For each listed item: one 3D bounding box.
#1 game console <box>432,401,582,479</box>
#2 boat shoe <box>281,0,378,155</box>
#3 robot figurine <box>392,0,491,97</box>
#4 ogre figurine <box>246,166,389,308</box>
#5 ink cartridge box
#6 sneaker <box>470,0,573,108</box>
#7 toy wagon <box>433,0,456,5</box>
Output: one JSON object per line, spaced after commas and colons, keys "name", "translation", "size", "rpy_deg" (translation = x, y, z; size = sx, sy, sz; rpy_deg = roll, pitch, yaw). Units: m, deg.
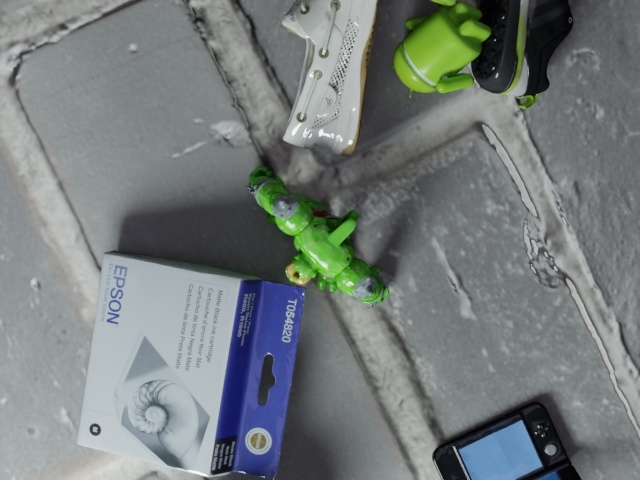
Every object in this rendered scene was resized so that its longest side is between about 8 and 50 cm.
{"name": "game console", "translation": [0.216, 0.269, 1.482], "size": [0.144, 0.085, 0.124], "rpy_deg": [-25, 98, -1]}
{"name": "boat shoe", "translation": [0.007, -0.231, 1.406], "size": [0.096, 0.098, 0.277], "rpy_deg": [6, 97, -5]}
{"name": "robot figurine", "translation": [0.126, -0.206, 1.422], "size": [0.115, 0.067, 0.101], "rpy_deg": [-40, 61, 28]}
{"name": "ogre figurine", "translation": [0.000, 0.000, 1.421], "size": [0.096, 0.118, 0.197], "rpy_deg": [-26, 97, -1]}
{"name": "ink cartridge box", "translation": [-0.142, 0.137, 1.433], "size": [0.224, 0.045, 0.223], "rpy_deg": [10, 96, 12]}
{"name": "sneaker", "translation": [0.231, -0.263, 1.441], "size": [0.097, 0.084, 0.235], "rpy_deg": [10, 97, -29]}
{"name": "toy wagon", "translation": [0.139, -0.375, 1.323], "size": [0.344, 0.068, 0.267], "rpy_deg": [20, 97, -12]}
